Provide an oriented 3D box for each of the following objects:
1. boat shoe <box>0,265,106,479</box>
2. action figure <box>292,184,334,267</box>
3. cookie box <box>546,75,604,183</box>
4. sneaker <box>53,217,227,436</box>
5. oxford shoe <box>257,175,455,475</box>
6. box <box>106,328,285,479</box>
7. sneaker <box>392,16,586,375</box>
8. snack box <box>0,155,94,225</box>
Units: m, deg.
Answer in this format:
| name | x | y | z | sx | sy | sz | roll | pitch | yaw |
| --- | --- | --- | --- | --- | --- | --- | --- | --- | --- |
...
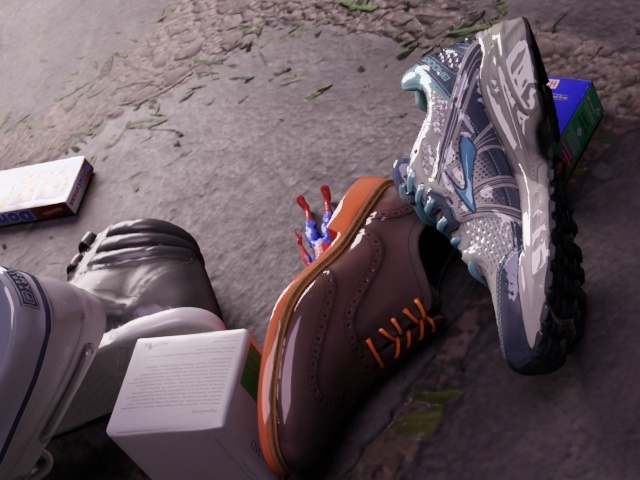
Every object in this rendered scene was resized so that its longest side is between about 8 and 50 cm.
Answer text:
| name | x | y | z | sx | sy | sz | roll | pitch | yaw |
| --- | --- | --- | --- | --- | --- | --- | --- | --- | --- |
| boat shoe | -0.266 | 0.185 | 1.027 | 0.136 | 0.156 | 0.367 | 36 | 105 | 36 |
| action figure | 0.000 | 0.000 | 1.122 | 0.038 | 0.030 | 0.115 | -19 | 45 | 8 |
| cookie box | 0.166 | -0.085 | 1.090 | 0.092 | 0.040 | 0.107 | 12 | 58 | 37 |
| sneaker | -0.219 | 0.075 | 1.134 | 0.296 | 0.104 | 0.147 | -17 | 42 | 9 |
| oxford shoe | 0.034 | 0.058 | 0.997 | 0.098 | 0.097 | 0.271 | 6 | 54 | 28 |
| box | -0.084 | 0.131 | 0.990 | 0.102 | 0.101 | 0.087 | -7 | 48 | 26 |
| sneaker | 0.121 | -0.026 | 0.986 | 0.122 | 0.110 | 0.283 | -13 | 58 | 18 |
| snack box | -0.318 | -0.045 | 1.363 | 0.178 | 0.022 | 0.064 | -8 | 46 | 26 |
